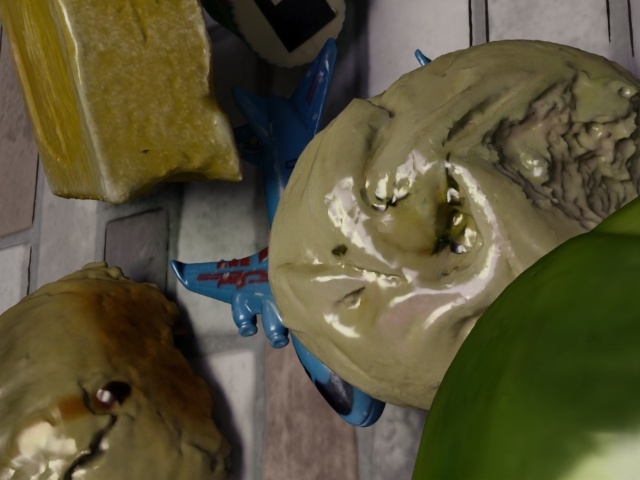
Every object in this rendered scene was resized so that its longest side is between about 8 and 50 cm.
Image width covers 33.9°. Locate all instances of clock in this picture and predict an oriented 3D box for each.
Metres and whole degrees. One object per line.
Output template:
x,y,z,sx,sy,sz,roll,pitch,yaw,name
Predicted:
-0.079,-0.233,0.768,0.100,0.194,0.195,-38,45,-2,clock

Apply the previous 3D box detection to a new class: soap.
-0.159,-0.125,0.750,0.315,0.091,0.199,-167,60,-69,soap

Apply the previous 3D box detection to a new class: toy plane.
0.000,0.000,0.695,0.254,0.105,0.271,-37,58,30,toy plane

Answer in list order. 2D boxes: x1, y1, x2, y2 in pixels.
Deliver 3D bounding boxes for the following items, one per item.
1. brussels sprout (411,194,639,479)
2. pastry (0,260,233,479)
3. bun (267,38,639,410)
0.191,0.130,0.389,0.315,0.276,0.371,27,94,26,brussels sprout
-0.212,0.151,0.803,0.237,0.170,0.256,-45,48,20,pastry
0.088,-0.010,0.562,0.237,0.116,0.210,-41,77,-1,bun
